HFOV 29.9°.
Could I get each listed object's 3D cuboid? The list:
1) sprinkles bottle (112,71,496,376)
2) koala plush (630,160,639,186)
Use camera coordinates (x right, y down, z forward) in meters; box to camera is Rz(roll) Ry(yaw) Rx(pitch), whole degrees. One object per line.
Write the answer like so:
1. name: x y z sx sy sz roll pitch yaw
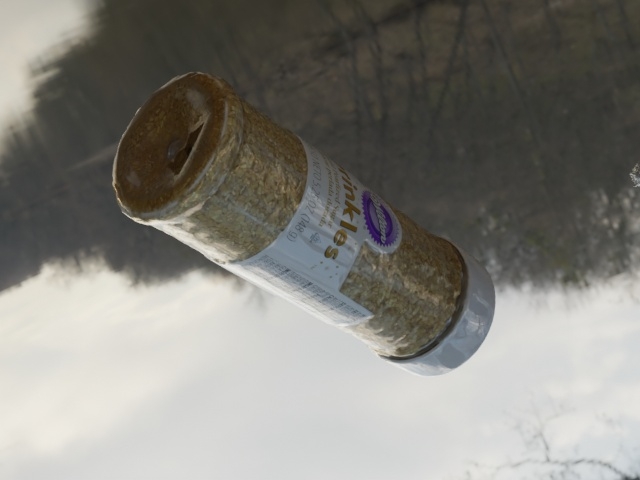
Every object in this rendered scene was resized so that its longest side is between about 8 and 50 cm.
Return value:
1. sprinkles bottle: 0.000 0.000 0.962 0.121 0.121 0.355 -19 145 34
2. koala plush: 0.391 -0.025 1.021 0.196 0.221 0.203 -33 159 21
